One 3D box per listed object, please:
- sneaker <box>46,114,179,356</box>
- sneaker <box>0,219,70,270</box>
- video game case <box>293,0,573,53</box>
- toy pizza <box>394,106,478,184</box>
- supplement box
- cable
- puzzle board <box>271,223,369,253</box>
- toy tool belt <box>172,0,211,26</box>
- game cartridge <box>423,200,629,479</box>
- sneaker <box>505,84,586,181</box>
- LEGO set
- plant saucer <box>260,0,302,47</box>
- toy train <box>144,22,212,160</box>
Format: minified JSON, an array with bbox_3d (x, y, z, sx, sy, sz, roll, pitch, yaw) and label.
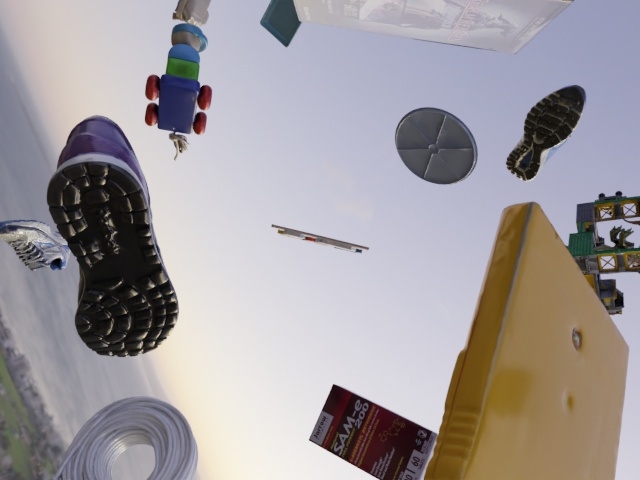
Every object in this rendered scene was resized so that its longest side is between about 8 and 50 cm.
[{"bbox_3d":[-0.212,0.003,0.631,0.124,0.107,0.283,-109,-159,-47],"label":"sneaker"},{"bbox_3d":[-0.379,0.009,0.782,0.135,0.052,0.058,41,45,-69],"label":"sneaker"},{"bbox_3d":[0.104,-0.256,0.635,0.196,0.274,0.026,-49,150,-85],"label":"video game case"},{"bbox_3d":[0.264,-0.216,1.337,0.201,0.032,0.201,23,-41,22],"label":"toy pizza"},{"bbox_3d":[0.110,0.398,1.181,0.239,0.130,0.073,19,-12,29],"label":"supplement box"},{"bbox_3d":[-0.360,0.427,1.115,0.089,0.257,0.257,81,19,-48],"label":"cable"},{"bbox_3d":[0.000,0.000,0.787,0.096,0.128,0.011,44,59,-88],"label":"puzzle board"},{"bbox_3d":[-0.190,-0.364,0.874,0.051,0.083,0.052,26,5,26],"label":"toy tool belt"},{"bbox_3d":[0.237,0.168,0.617,0.053,0.323,0.285,-11,-49,45],"label":"game cartridge"},{"bbox_3d":[0.638,-0.316,1.647,0.130,0.147,0.330,39,-30,12],"label":"sneaker"},{"bbox_3d":[0.652,0.046,1.255,0.331,0.255,0.192,-62,137,-58],"label":"LEGO set"},{"bbox_3d":[-0.026,-0.402,0.920,0.067,0.018,0.192,44,-56,9],"label":"plant saucer"},{"bbox_3d":[-0.252,-0.260,1.052,0.248,0.105,0.143,133,-37,-66],"label":"toy train"}]
